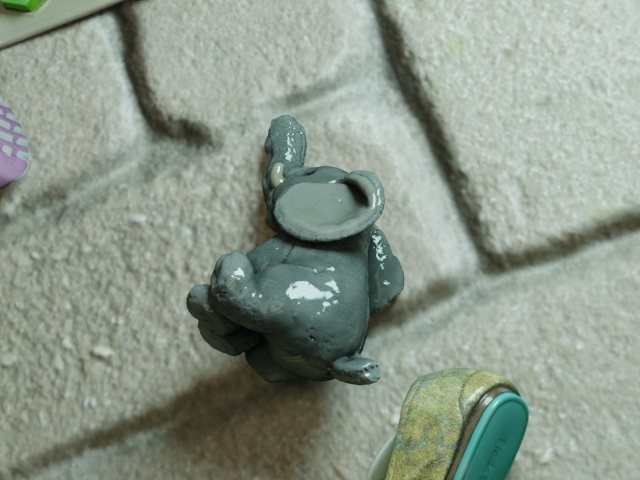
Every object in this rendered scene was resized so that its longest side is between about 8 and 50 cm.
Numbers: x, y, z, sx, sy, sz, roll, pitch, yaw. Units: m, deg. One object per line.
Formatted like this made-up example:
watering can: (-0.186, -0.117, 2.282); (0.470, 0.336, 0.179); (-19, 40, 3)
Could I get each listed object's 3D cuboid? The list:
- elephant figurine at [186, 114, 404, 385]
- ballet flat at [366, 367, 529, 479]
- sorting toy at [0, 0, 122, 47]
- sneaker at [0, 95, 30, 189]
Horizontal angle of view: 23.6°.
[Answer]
elephant figurine: (0.000, 0.000, 1.364); (0.186, 0.169, 0.239); (37, 64, -7)
ballet flat: (0.064, 0.267, 1.282); (0.123, 0.123, 0.349); (20, 78, 18)
sorting toy: (-0.276, -0.314, 1.583); (0.208, 0.038, 0.193); (-17, 69, 6)
sneaker: (-0.376, -0.130, 1.522); (0.104, 0.095, 0.236); (-38, 63, 6)
